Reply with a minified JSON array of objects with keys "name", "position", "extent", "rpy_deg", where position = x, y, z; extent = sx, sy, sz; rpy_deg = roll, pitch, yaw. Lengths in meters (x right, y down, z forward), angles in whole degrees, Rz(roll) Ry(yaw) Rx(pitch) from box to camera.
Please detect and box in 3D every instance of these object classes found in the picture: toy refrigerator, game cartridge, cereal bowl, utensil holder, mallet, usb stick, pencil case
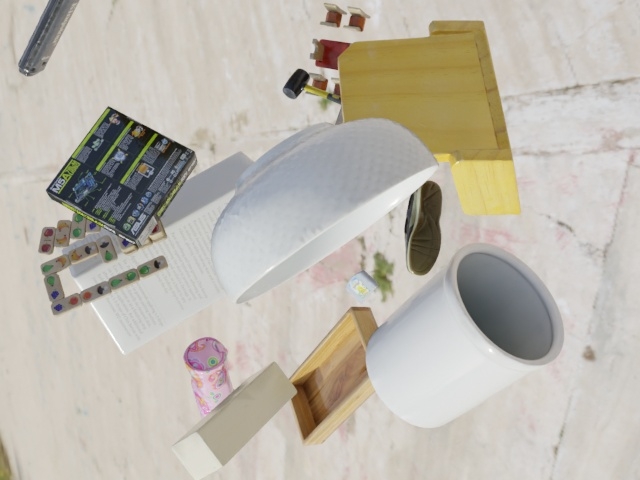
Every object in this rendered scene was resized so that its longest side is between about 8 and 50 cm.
[{"name":"toy refrigerator","position":[-0.167,0.365,1.553],"extent":[0.102,0.269,0.094],"rpy_deg":[-37,90,38]},{"name":"game cartridge","position":[0.088,0.100,1.671],"extent":[0.056,0.017,0.083],"rpy_deg":[45,141,9]},{"name":"cereal bowl","position":[-0.014,-0.060,1.049],"extent":[0.141,0.339,0.339],"rpy_deg":[55,147,5]},{"name":"utensil holder","position":[0.336,0.241,1.867],"extent":[0.385,0.327,0.328],"rpy_deg":[-47,58,43]},{"name":"mallet","position":[0.005,-0.291,1.560],"extent":[0.189,0.062,0.039],"rpy_deg":[33,163,26]},{"name":"usb stick","position":[-0.496,-0.432,1.446],"extent":[0.278,0.045,0.077],"rpy_deg":[-51,16,24]},{"name":"pencil case","position":[-0.295,0.390,2.096],"extent":[0.124,0.124,0.284],"rpy_deg":[51,157,40]}]

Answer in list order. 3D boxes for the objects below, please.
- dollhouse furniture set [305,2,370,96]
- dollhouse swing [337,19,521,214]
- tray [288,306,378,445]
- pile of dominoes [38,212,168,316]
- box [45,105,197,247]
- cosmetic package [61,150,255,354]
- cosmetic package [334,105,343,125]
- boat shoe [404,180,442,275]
[{"name":"dollhouse furniture set","position":[0.104,-0.526,2.210],"extent":[0.259,0.135,0.262],"rpy_deg":[16,99,23]},{"name":"dollhouse swing","position":[0.225,-0.233,1.579],"extent":[0.315,0.304,0.347],"rpy_deg":[55,-154,-59]},{"name":"tray","position":[0.045,0.384,2.130],"extent":[0.411,0.076,0.203],"rpy_deg":[-54,45,39]},{"name":"pile of dominoes","position":[-0.425,0.009,1.465],"extent":[0.040,0.251,0.196],"rpy_deg":[77,167,-66]},{"name":"box","position":[-0.337,-0.111,1.309],"extent":[0.184,0.191,0.045],"rpy_deg":[26,161,9]},{"name":"cosmetic package","position":[-0.301,0.020,1.684],"extent":[0.161,0.453,0.230],"rpy_deg":[41,157,55]},{"name":"cosmetic package","position":[0.066,-0.177,1.680],"extent":[0.127,0.107,0.238],"rpy_deg":[90,-170,-49]},{"name":"boat shoe","position":[0.232,-0.026,1.770],"extent":[0.073,0.080,0.224],"rpy_deg":[164,116,-66]}]
